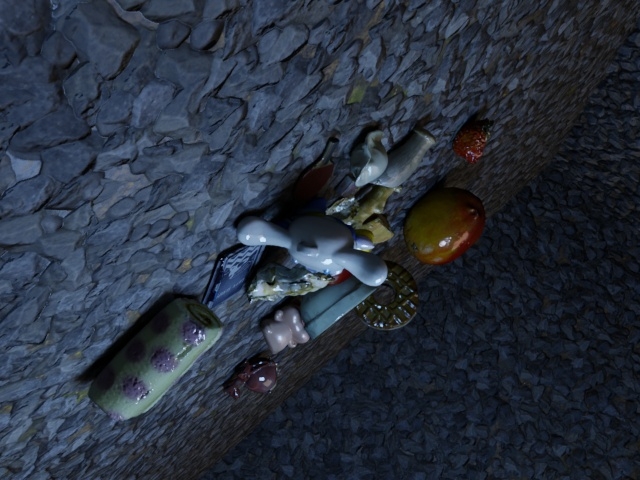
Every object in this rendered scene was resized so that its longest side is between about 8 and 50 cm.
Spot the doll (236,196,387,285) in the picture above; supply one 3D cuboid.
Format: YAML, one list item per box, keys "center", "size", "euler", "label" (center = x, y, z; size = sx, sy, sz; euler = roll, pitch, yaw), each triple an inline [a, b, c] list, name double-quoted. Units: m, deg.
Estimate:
- center: [-0.005, 0.007, 1.515]
  size: [0.187, 0.376, 0.365]
  euler: [-54, 179, 14]
  label: "doll"

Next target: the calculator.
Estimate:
- center: [-0.248, 0.100, 1.581]
  size: [0.165, 0.028, 0.274]
  euler: [-30, 159, -42]
  label: "calculator"

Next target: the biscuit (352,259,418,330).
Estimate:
- center: [0.280, 0.242, 2.498]
  size: [0.332, 0.332, 0.103]
  euler: [-38, 166, -15]
  label: "biscuit"

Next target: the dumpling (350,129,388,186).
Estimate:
- center: [0.136, -0.236, 1.532]
  size: [0.169, 0.100, 0.134]
  euler: [-35, 147, -29]
  label: "dumpling"

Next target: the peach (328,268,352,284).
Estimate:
- center: [0.033, 0.073, 1.884]
  size: [0.153, 0.159, 0.267]
  euler: [-25, 172, 11]
  label: "peach"

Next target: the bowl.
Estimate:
- center: [0.047, 0.211, 2.038]
  size: [0.307, 0.163, 0.307]
  euler: [-35, 172, -5]
  label: "bowl"

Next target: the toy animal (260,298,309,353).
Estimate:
- center: [-0.123, 0.328, 2.117]
  size: [0.197, 0.171, 0.171]
  euler: [-31, 158, -21]
  label: "toy animal"

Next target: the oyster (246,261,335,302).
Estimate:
- center: [-0.116, 0.117, 1.662]
  size: [0.354, 0.107, 0.201]
  euler: [-22, 161, 38]
  label: "oyster"

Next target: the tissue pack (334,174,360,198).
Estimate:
- center: [0.084, -0.160, 1.680]
  size: [0.063, 0.035, 0.083]
  euler: [-47, 159, 12]
  label: "tissue pack"

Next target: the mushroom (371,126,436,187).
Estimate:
- center: [0.255, -0.248, 1.752]
  size: [0.247, 0.108, 0.096]
  euler: [-42, -158, 3]
  label: "mushroom"

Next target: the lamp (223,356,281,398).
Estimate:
- center: [-0.284, 0.577, 2.372]
  size: [0.223, 0.151, 0.215]
  euler: [21, 116, -21]
  label: "lamp"

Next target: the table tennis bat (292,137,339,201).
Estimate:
- center: [-0.007, -0.183, 1.474]
  size: [0.130, 0.019, 0.220]
  euler: [-24, 155, -43]
  label: "table tennis bat"

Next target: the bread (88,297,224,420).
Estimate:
- center: [-0.428, 0.306, 1.461]
  size: [0.338, 0.155, 0.187]
  euler: [-47, 169, 2]
  label: "bread"

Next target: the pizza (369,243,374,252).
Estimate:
- center: [0.089, 0.113, 2.201]
  size: [0.335, 0.086, 0.226]
  euler: [-46, 162, 13]
  label: "pizza"

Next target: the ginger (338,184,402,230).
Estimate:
- center: [0.157, -0.128, 1.808]
  size: [0.299, 0.118, 0.065]
  euler: [-48, 168, -12]
  label: "ginger"

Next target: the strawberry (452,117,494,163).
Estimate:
- center: [0.553, -0.372, 2.092]
  size: [0.236, 0.106, 0.175]
  euler: [107, -2, -57]
  label: "strawberry"

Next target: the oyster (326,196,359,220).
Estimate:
- center: [0.058, -0.098, 1.746]
  size: [0.132, 0.086, 0.029]
  euler: [-5, -171, -9]
  label: "oyster"

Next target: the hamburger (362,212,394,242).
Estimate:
- center: [0.177, -0.063, 1.970]
  size: [0.130, 0.124, 0.262]
  euler: [-28, 160, 13]
  label: "hamburger"

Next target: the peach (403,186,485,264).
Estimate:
- center: [0.531, -0.069, 2.378]
  size: [0.372, 0.290, 0.373]
  euler: [-37, 168, -9]
  label: "peach"
